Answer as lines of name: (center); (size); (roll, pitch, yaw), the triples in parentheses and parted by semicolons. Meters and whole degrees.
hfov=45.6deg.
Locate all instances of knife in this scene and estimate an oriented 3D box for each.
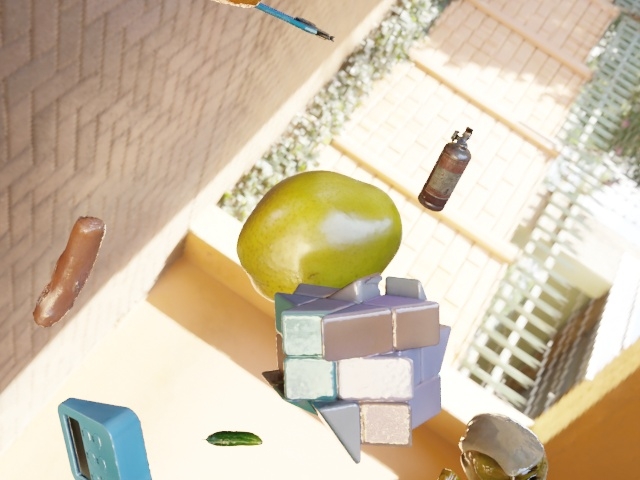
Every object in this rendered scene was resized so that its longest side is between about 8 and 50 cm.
knife: (-0.087, -0.549, 1.868); (0.044, 0.297, 0.026); (-38, 152, -57)

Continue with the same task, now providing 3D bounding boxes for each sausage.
sausage: (-0.575, 0.072, 1.754); (0.087, 0.079, 0.326); (-16, 143, -58)

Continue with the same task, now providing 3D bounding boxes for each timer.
timer: (-0.525, 0.498, 1.782); (0.091, 0.250, 0.231); (-29, 115, -53)

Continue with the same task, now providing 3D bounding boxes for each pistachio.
pistachio: (0.335, 0.397, 1.395); (0.153, 0.137, 0.238); (-18, -170, 7)

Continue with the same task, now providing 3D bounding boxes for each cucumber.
cucumber: (-0.208, 0.472, 1.809); (0.039, 0.168, 0.039); (-6, 90, -66)

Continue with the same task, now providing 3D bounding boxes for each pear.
pear: (0.000, 0.000, 1.896); (0.418, 0.362, 0.362); (-15, 166, -6)

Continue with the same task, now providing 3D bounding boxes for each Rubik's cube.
Rubik's cube: (0.066, 0.245, 1.600); (0.368, 0.387, 0.358); (-12, 102, -51)

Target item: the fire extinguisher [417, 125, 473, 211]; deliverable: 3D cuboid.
fire extinguisher: (0.318, -0.177, 1.833); (0.106, 0.075, 0.252); (-82, -166, -53)

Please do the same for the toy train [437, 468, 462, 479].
toy train: (0.222, 0.413, 1.074); (0.136, 0.227, 0.091); (-8, -139, 52)

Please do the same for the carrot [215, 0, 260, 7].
carrot: (-0.236, -0.594, 1.701); (0.225, 0.159, 0.159); (-25, 152, -44)

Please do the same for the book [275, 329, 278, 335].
book: (0.012, 0.249, 1.885); (0.157, 0.231, 0.026); (-110, -169, -57)
